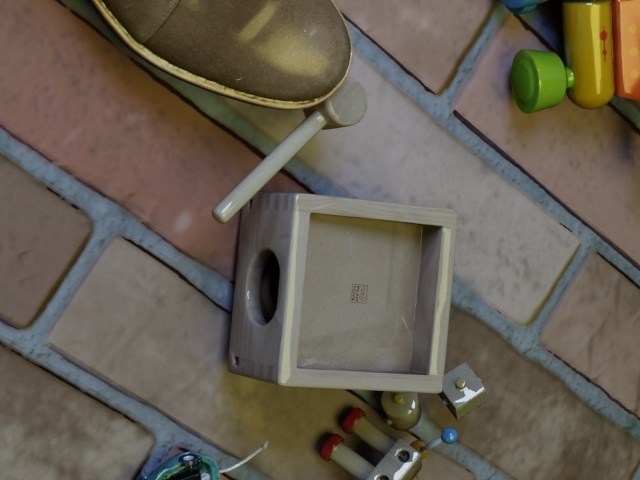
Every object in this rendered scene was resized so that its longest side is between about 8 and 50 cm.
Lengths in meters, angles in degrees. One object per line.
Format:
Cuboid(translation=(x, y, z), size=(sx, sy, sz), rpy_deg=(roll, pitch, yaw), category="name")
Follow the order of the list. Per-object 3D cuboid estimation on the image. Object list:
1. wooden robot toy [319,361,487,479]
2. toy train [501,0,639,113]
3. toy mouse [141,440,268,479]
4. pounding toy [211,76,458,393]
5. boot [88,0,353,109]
Cuboid(translation=(0.051, 0.163, 1.231), size=(0.173, 0.076, 0.079), rpy_deg=(-48, 157, -14), category="wooden robot toy")
Cuboid(translation=(0.206, -0.118, 1.228), size=(0.143, 0.105, 0.248), rpy_deg=(-11, 108, -19), category="toy train")
Cuboid(translation=(-0.085, 0.194, 1.157), size=(0.161, 0.031, 0.143), rpy_deg=(39, 81, -33), category="toy mouse")
Cuboid(translation=(-0.008, -0.007, 1.127), size=(0.181, 0.094, 0.206), rpy_deg=(5, 90, -28), category="pounding toy")
Cuboid(translation=(-0.088, -0.179, 0.986), size=(0.305, 0.115, 0.112), rpy_deg=(37, 77, -24), category="boot")
